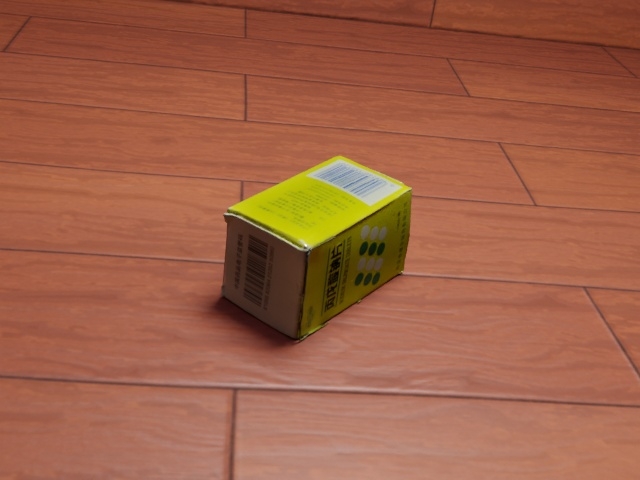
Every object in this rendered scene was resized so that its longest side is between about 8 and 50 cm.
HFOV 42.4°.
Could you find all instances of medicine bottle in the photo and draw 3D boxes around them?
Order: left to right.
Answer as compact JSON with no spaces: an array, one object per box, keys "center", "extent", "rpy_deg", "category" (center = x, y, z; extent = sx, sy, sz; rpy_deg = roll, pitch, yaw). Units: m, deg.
[{"center":[0.000,0.000,1.080],"extent":[0.141,0.137,0.250],"rpy_deg":[28,36,28],"category":"medicine bottle"}]
